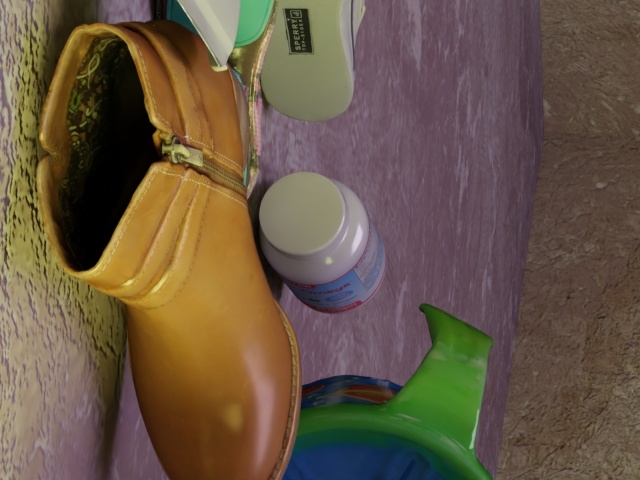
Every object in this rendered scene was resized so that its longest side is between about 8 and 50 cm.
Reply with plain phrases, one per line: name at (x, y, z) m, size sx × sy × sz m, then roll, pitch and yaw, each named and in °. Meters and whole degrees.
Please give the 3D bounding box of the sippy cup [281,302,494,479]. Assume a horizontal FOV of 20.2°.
sippy cup at (0.022, 0.205, 1.316) m, size 0.240 × 0.305 × 0.224 m, roll 63°, pitch 6°, yaw -9°

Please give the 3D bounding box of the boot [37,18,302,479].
boot at (-0.080, 0.020, 0.977) m, size 0.220 × 0.109 × 0.283 m, roll 5°, pitch 86°, yaw -80°

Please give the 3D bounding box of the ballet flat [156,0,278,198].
ballet flat at (-0.066, -0.125, 1.130) m, size 0.079 × 0.077 × 0.221 m, roll -103°, pitch -165°, yaw -63°

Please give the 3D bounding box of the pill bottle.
pill bottle at (0.000, 0.000, 1.419) m, size 0.160 × 0.087 × 0.087 m, roll 55°, pitch 41°, yaw -71°

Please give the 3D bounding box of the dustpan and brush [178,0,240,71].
dustpan and brush at (-0.089, -0.192, 0.986) m, size 0.147 × 0.060 × 0.211 m, roll 57°, pitch 29°, yaw -28°

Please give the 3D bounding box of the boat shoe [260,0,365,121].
boat shoe at (-0.005, -0.204, 1.315) m, size 0.267 × 0.096 × 0.088 m, roll 81°, pitch 14°, yaw -51°
